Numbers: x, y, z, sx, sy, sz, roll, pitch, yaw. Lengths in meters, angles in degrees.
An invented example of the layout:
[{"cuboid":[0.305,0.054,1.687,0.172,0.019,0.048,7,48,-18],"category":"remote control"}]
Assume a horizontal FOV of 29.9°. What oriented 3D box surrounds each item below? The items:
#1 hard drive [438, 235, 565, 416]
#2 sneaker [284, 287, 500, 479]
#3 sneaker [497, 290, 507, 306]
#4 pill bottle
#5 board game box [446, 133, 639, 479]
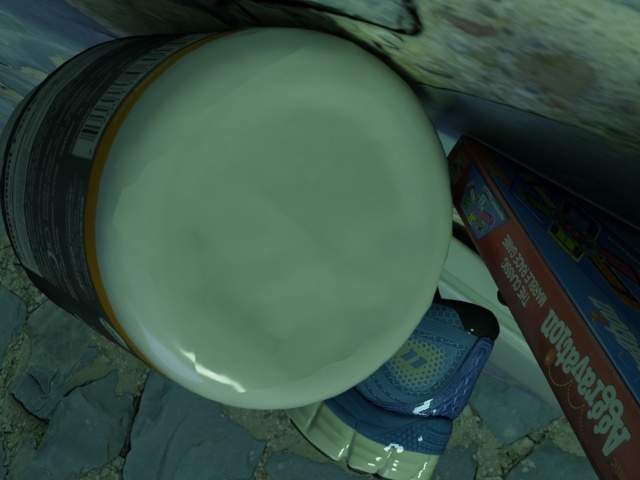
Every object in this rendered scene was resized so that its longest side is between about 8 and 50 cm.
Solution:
[{"cuboid":[0.142,0.068,0.933,0.307,0.040,0.203,35,173,-10],"category":"hard drive"},{"cuboid":[0.000,0.000,0.773,0.129,0.147,0.330,22,-161,-50],"category":"sneaker"},{"cuboid":[0.168,0.035,0.753,0.058,0.052,0.135,17,-174,-21],"category":"sneaker"},{"cuboid":[-0.069,-0.024,0.602,0.162,0.162,0.278,28,174,-27],"category":"pill bottle"},{"cuboid":[0.135,0.044,0.461,0.145,0.027,0.281,28,-162,-15],"category":"board game box"}]
